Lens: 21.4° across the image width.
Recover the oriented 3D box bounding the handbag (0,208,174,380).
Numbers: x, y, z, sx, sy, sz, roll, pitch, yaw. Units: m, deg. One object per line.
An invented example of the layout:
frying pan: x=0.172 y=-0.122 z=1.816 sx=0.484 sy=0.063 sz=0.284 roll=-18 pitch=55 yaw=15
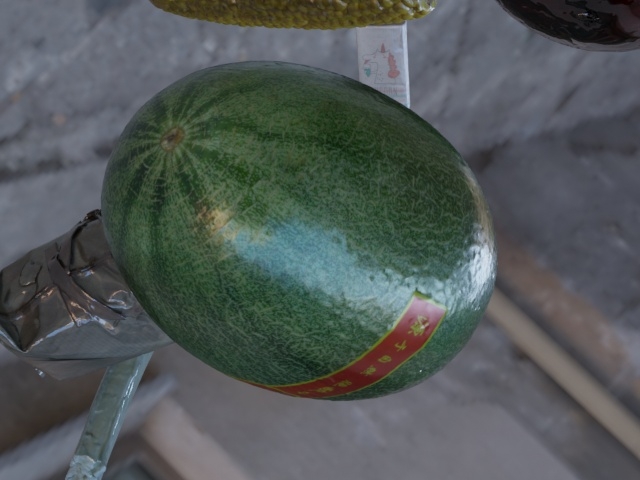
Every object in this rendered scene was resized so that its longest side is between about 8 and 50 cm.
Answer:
handbag: x=-0.161 y=0.030 z=1.416 sx=0.270 sy=0.117 sz=0.182 roll=-28 pitch=158 yaw=9

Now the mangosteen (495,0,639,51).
mangosteen: x=0.324 y=-0.419 z=1.824 sx=0.381 sy=0.421 sz=0.381 roll=-8 pitch=173 yaw=-1

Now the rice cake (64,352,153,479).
rice cake: x=-0.212 y=0.161 z=1.769 sx=0.124 sy=0.038 sz=0.211 roll=115 pitch=-4 yaw=-56

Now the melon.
melon: x=0.000 y=0.000 z=0.952 sx=0.182 sy=0.182 sz=0.288 roll=-50 pitch=142 yaw=15

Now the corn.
corn: x=-0.038 y=-0.235 z=1.490 sx=0.101 sy=0.310 sz=0.101 roll=-32 pitch=127 yaw=-57

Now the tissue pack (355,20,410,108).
tissue pack: x=0.070 y=-0.194 z=1.872 sx=0.023 sy=0.056 sz=0.108 roll=-73 pitch=163 yaw=-57
